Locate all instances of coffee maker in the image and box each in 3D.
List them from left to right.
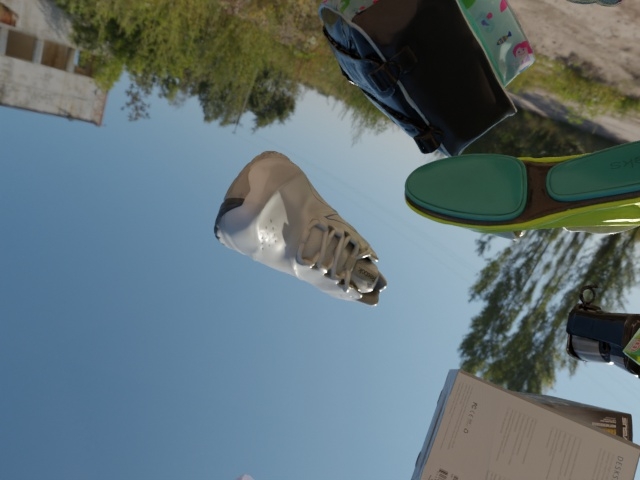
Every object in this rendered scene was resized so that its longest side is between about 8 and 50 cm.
[{"bbox_3d":[0.613,0.185,0.987,0.120,0.172,0.178,-12,177,-10],"label":"coffee maker"}]

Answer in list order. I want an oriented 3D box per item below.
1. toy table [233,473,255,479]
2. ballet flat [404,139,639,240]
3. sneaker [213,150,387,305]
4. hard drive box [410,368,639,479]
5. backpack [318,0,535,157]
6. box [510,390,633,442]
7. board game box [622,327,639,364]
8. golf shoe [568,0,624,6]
[{"bbox_3d":[-0.135,0.444,0.634,0.160,0.274,0.252,-27,-119,-13],"label":"toy table"},{"bbox_3d":[0.187,-0.033,0.400,0.230,0.077,0.077,-2,147,34],"label":"ballet flat"},{"bbox_3d":[0.000,0.000,0.505,0.129,0.111,0.297,30,179,26],"label":"sneaker"},{"bbox_3d":[0.254,0.298,0.611,0.232,0.181,0.089,22,169,12],"label":"hard drive box"},{"bbox_3d":[0.114,-0.244,0.583,0.225,0.191,0.253,43,-173,-31],"label":"backpack"},{"bbox_3d":[0.407,0.319,0.870,0.182,0.056,0.231,8,168,-8],"label":"box"},{"bbox_3d":[0.457,0.123,0.559,0.043,0.092,0.181,39,177,4],"label":"board game box"},{"bbox_3d":[0.164,-0.246,0.354,0.140,0.115,0.306,3,-141,22],"label":"golf shoe"}]
